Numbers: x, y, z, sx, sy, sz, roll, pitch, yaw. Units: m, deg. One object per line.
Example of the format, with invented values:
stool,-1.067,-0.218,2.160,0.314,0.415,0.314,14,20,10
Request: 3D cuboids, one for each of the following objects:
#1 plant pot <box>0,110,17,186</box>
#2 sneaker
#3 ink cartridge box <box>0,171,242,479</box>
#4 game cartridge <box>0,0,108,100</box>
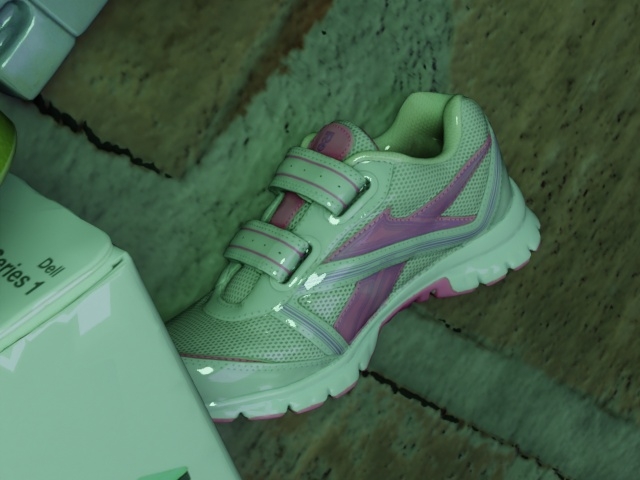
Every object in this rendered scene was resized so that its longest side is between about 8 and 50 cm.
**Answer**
plant pot,-0.290,-0.065,0.433,0.275,0.275,0.293,-42,113,-16
sneaker,0.000,0.000,0.752,0.252,0.103,0.111,-33,119,-30
ink cartridge box,-0.118,0.114,0.633,0.117,0.201,0.278,-36,123,-21
game cartridge,-0.180,-0.245,0.555,0.355,0.068,0.230,41,77,-38
